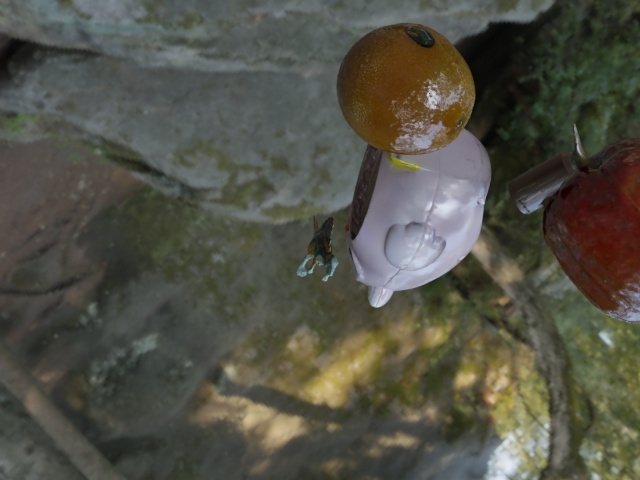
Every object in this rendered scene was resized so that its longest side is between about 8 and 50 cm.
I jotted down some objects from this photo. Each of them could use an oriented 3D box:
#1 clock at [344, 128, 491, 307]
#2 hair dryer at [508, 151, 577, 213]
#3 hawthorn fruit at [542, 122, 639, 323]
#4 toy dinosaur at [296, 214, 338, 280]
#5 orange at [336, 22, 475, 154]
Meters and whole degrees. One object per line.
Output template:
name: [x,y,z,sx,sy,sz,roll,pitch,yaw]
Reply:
clock: [0.197,-0.063,2.061,0.368,0.250,0.377,-84,-169,-46]
hair dryer: [0.383,-0.040,1.562,0.117,0.182,0.064,-31,160,32]
hawthorn fruit: [0.444,-0.014,1.376,0.258,0.261,0.258,20,90,-76]
toy dinosaur: [0.004,0.000,1.650,0.106,0.044,0.187,122,-16,-47]
orange: [0.125,-0.218,1.434,0.206,0.206,0.206,-44,-179,1]
